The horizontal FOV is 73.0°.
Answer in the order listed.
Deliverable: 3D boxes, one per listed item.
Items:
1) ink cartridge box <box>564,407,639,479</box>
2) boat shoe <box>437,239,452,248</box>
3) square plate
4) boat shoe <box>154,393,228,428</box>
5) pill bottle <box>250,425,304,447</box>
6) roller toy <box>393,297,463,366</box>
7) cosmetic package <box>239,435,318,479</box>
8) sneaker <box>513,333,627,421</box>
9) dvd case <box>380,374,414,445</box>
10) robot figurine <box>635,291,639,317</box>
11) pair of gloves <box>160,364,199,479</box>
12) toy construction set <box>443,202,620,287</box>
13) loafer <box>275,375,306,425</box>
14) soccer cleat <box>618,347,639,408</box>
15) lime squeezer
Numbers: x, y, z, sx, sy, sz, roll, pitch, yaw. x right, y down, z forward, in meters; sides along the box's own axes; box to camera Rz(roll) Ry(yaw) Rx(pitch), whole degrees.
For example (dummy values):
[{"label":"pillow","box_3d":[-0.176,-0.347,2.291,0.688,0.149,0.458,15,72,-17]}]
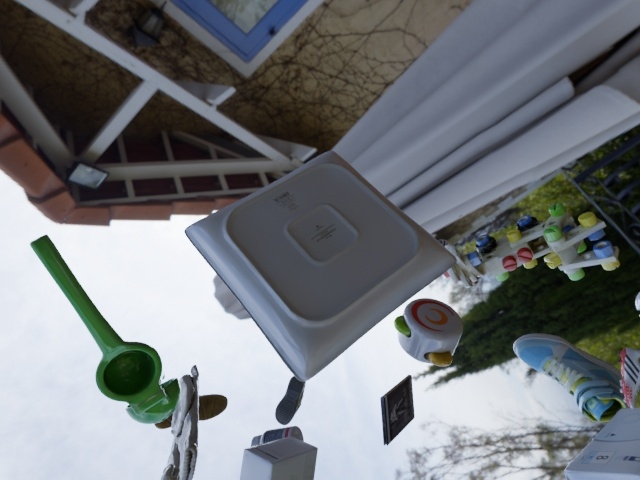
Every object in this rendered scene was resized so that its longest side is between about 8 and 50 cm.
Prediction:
[{"label":"ink cartridge box","box_3d":[0.708,0.394,0.794,0.309,0.385,0.091,-12,-107,-36]},{"label":"boat shoe","box_3d":[0.251,0.056,1.399,0.158,0.341,0.127,36,-129,-12]},{"label":"square plate","box_3d":[0.000,0.000,0.741,0.344,0.347,0.049,46,154,24]},{"label":"boat shoe","box_3d":[-0.489,0.620,1.619,0.277,0.096,0.098,1,-85,-34]},{"label":"pill bottle","box_3d":[-0.163,0.760,1.616,0.108,0.180,0.107,-17,-90,-71]},{"label":"roller toy","box_3d":[0.356,0.299,1.413,0.210,0.146,0.191,27,-142,26]},{"label":"cosmetic package","box_3d":[-0.139,0.785,1.398,0.225,0.138,0.223,15,-100,-49]},{"label":"sneaker","box_3d":[0.727,0.399,1.253,0.319,0.126,0.208,21,-153,13]},{"label":"dvd case","box_3d":[0.271,0.586,1.509,0.221,0.018,0.164,-10,-84,-54]},{"label":"robot figurine","box_3d":[1.113,0.260,1.339,0.209,0.174,0.277,109,150,-65]},{"label":"pair of gloves","box_3d":[-0.238,0.347,0.716,0.042,0.239,0.204,10,-157,-19]},{"label":"toy construction set","box_3d":[0.432,0.030,0.939,0.215,0.328,0.151,-62,-47,-61]},{"label":"loafer","box_3d":[-0.072,0.420,1.142,0.056,0.147,0.050,30,-168,22]},{"label":"soccer cleat","box_3d":[0.441,0.193,0.607,0.029,0.036,0.083,15,-107,-50]},{"label":"lime squeezer","box_3d":[-0.184,0.119,0.435,0.310,0.059,0.109,89,162,-54]}]
